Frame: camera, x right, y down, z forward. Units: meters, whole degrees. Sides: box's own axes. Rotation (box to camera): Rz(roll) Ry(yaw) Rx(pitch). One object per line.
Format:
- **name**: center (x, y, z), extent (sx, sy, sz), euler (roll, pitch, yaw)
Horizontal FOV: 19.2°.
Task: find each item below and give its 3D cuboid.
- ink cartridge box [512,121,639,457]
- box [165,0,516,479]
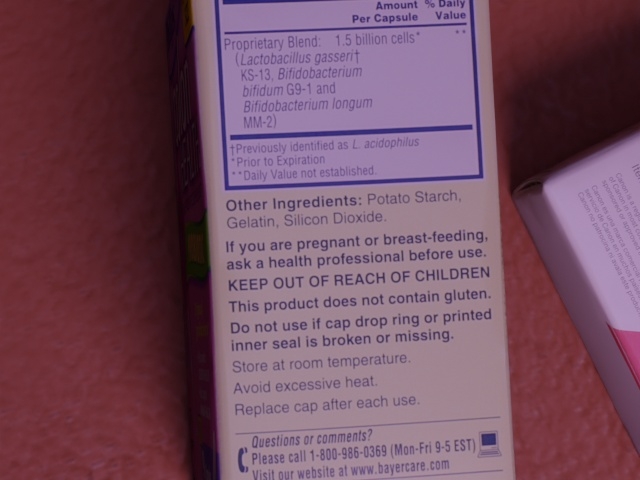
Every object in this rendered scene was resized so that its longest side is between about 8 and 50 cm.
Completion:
- **ink cartridge box**: center (0.225, -0.005, 0.908), extent (0.218, 0.092, 0.159), euler (-26, 90, -5)
- **box**: center (0.000, 0.000, 0.821), extent (0.117, 0.213, 0.243), euler (-2, 88, -7)
